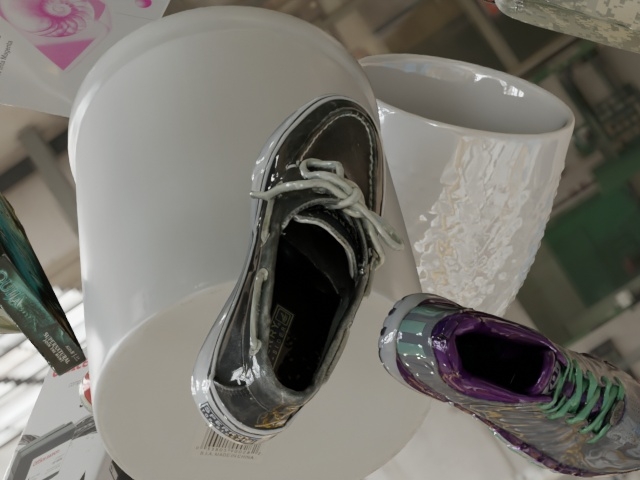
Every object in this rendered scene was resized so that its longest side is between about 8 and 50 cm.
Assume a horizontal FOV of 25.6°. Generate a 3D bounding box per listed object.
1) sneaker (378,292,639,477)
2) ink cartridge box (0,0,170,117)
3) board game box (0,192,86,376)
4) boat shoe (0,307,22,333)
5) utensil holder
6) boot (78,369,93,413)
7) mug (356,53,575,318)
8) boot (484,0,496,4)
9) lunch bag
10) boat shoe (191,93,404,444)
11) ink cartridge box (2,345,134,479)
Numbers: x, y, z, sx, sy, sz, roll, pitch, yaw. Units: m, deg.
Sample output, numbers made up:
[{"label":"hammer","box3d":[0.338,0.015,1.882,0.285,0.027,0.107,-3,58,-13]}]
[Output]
[{"label":"sneaker","box3d":[0.147,0.102,0.898,0.224,0.083,0.098,22,172,-19]},{"label":"ink cartridge box","box3d":[-0.391,-0.286,1.838,0.324,0.330,0.071,129,143,-54]},{"label":"board game box","box3d":[-0.233,-0.002,1.014,0.186,0.026,0.126,55,175,43]},{"label":"boat shoe","box3d":[-0.363,0.046,1.454,0.228,0.081,0.068,40,-132,-69]},{"label":"utensil holder","box3d":[-0.072,0.011,1.350,0.327,0.328,0.385,51,-163,-39]},{"label":"boot","box3d":[-0.175,0.139,1.787,0.088,0.244,0.176,62,149,10]},{"label":"mug","box3d":[0.110,-0.048,1.748,0.276,0.328,0.374,-3,-153,-31]},{"label":"boot","box3d":[0.178,-0.484,2.119,0.091,0.229,0.262,-26,-64,-64]},{"label":"lunch bag","box3d":[0.355,-0.366,1.697,0.305,0.212,0.256,18,172,8]},{"label":"boat shoe","box3d":[-0.004,-0.002,1.014,0.113,0.105,0.306,35,-129,-12]},{"label":"ink cartridge box","box3d":[-0.320,0.343,2.030,0.166,0.285,0.394,37,-126,-29]}]
